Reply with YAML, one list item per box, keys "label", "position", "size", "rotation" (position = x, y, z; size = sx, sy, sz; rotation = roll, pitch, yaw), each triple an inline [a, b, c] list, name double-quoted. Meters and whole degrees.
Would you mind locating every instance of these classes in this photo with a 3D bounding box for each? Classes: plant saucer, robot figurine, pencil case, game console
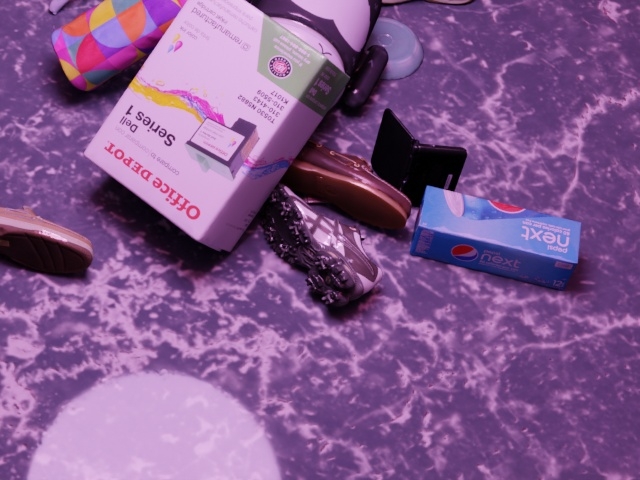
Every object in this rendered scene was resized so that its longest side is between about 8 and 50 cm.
- label: "plant saucer"
  position: [0.093, -0.284, 2.061]
  size: [0.119, 0.021, 0.119]
  rotation: [4, 55, -6]
- label: "robot figurine"
  position: [-0.016, -0.295, 1.950]
  size: [0.209, 0.173, 0.278]
  rotation: [16, 59, 13]
- label: "pencil case"
  position: [-0.245, -0.288, 1.888]
  size: [0.236, 0.104, 0.104]
  rotation: [-27, 57, 14]
- label: "game console"
  position: [0.128, -0.108, 1.879]
  size: [0.107, 0.122, 0.071]
  rotation: [4, 54, -7]

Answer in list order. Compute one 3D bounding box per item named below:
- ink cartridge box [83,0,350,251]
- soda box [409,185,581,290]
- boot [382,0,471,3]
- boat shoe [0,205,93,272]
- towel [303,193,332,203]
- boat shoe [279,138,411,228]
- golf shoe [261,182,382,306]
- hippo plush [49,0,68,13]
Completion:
- label: "ink cartridge box"
  position: [-0.131, -0.155, 1.787]
  size: [0.201, 0.117, 0.278]
  rotation: [36, 94, 17]
- label: "soda box"
  position: [0.228, -0.003, 1.856]
  size: [0.210, 0.067, 0.071]
  rotation: [14, 54, 0]
- label: "boot"
  position: [0.143, -0.426, 2.080]
  size: [0.213, 0.165, 0.077]
  rotation: [1, 54, -11]
- label: "boat shoe"
  position: [-0.368, -0.015, 1.769]
  size: [0.190, 0.068, 0.072]
  rotation: [15, 42, 1]
- label: "towel"
  position: [0.017, -0.072, 1.905]
  size: [0.083, 0.009, 0.060]
  rotation: [1, 54, -9]
- label: "boat shoe"
  position: [0.030, -0.085, 1.864]
  size: [0.207, 0.073, 0.073]
  rotation: [26, 57, 8]
- label: "golf shoe"
  position: [0.000, 0.000, 1.823]
  size: [0.094, 0.077, 0.198]
  rotation: [-16, 59, -40]
- label: "hippo plush"
  position: [-0.200, -0.434, 1.988]
  size: [0.236, 0.234, 0.294]
  rotation: [29, 55, 12]
